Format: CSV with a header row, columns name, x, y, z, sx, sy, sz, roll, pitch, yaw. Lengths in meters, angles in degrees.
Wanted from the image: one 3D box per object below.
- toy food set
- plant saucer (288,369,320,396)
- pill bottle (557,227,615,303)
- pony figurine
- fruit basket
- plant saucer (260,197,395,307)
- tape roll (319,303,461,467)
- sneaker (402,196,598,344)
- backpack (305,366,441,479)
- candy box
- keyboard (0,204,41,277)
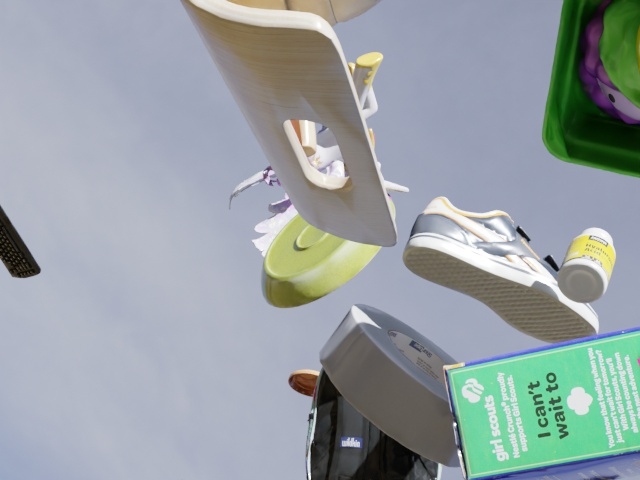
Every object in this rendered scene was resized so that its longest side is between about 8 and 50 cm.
name,x,y,z,sx,sy,sz,roll,pitch,yaw
toy food set,-0.004,-0.173,0.495,0.092,0.306,0.219,-8,-22,9
plant saucer,-0.015,0.250,1.717,0.084,0.013,0.083,9,-38,7
pill bottle,0.357,0.030,1.301,0.065,0.116,0.065,11,-59,19
pony figurine,-0.011,-0.158,1.861,0.303,0.351,0.363,-123,-164,-52
fruit basket,0.397,-0.160,0.925,0.392,0.392,0.283,21,-55,30
plant saucer,0.000,0.000,1.449,0.241,0.241,0.037,-9,-52,46
tape roll,0.106,0.169,1.159,0.219,0.219,0.072,38,-79,14
sneaker,0.284,0.039,1.462,0.321,0.127,0.126,29,-35,-10
backpack,0.094,0.298,1.585,0.225,0.253,0.191,1,-12,6
candy box,0.313,0.167,0.971,0.317,0.268,0.122,-16,-111,17
keyboard,-0.503,-0.017,1.462,0.100,0.038,0.192,-11,-66,41
